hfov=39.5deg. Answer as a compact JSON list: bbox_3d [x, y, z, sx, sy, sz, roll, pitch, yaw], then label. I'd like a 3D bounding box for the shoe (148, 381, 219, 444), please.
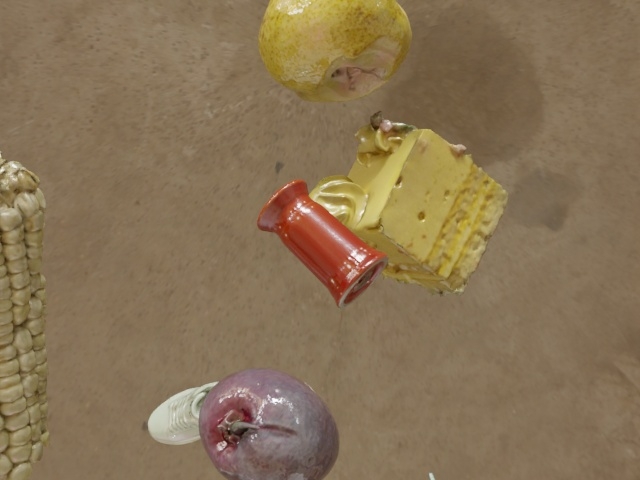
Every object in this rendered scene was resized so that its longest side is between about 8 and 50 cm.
[{"bbox_3d":[-0.215,0.295,1.568,0.264,0.110,0.095,-19,69,22],"label":"shoe"}]

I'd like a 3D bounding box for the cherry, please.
[{"bbox_3d":[-0.078,0.292,1.362,0.184,0.213,0.266,-52,139,0],"label":"cherry"}]

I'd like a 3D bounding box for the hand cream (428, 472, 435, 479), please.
[{"bbox_3d":[0.112,0.274,0.530,0.093,0.147,0.306,-20,132,4],"label":"hand cream"}]

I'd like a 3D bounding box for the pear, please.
[{"bbox_3d":[0.024,-0.365,1.560,0.271,0.271,0.271,0,101,0],"label":"pear"}]

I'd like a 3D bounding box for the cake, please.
[{"bbox_3d":[0.136,-0.065,1.563,0.286,0.222,0.228,36,71,-26],"label":"cake"}]

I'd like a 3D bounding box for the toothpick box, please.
[{"bbox_3d":[0.000,0.000,0.584,0.083,0.047,0.047,44,99,16],"label":"toothpick box"}]

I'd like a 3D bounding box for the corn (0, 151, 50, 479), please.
[{"bbox_3d":[-0.208,0.049,0.552,0.087,0.087,0.211,-1,103,0],"label":"corn"}]
